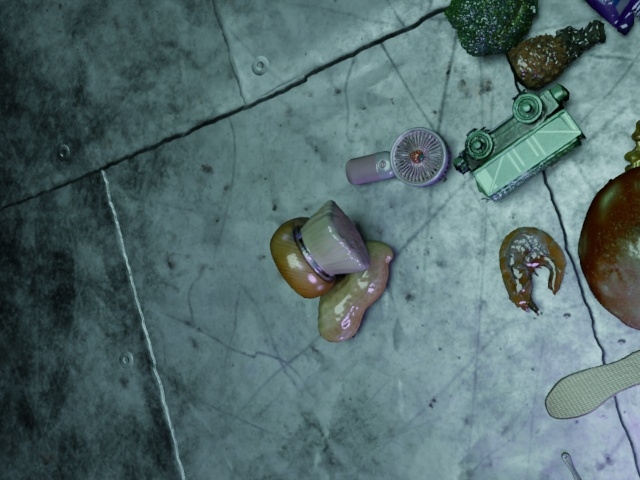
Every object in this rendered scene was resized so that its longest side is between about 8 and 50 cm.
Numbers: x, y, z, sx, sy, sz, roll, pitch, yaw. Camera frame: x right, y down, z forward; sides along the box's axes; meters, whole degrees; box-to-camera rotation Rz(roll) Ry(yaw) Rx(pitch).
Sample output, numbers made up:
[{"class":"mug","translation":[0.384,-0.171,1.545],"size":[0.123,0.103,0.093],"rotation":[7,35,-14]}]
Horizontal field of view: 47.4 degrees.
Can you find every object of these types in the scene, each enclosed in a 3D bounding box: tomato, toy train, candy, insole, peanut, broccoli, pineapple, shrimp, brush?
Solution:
[{"class":"tomato","translation":[0.607,0.019,1.290],"size":[0.304,0.239,0.303],"rotation":[12,125,18]},{"class":"toy train","translation":[0.407,-0.201,1.495],"size":[0.269,0.115,0.154],"rotation":[-37,83,20]},{"class":"candy","translation":[0.551,-0.541,1.451],"size":[0.275,0.070,0.145],"rotation":[42,113,15]},{"class":"insole","translation":[0.567,0.289,1.468],"size":[0.253,0.005,0.086],"rotation":[-32,77,22]},{"class":"peanut","translation":[0.076,0.116,1.651],"size":[0.117,0.101,0.263],"rotation":[37,105,7]},{"class":"broccoli","translation":[0.353,-0.471,1.496],"size":[0.196,0.156,0.195],"rotation":[0,128,1]},{"class":"pineapple","translation":[0.480,-0.384,1.468],"size":[0.198,0.108,0.108],"rotation":[-27,78,15]},{"class":"shrimp","translation":[0.438,0.063,1.506],"size":[0.133,0.052,0.187],"rotation":[-9,83,25]},{"class":"brush","translation":[0.000,0.000,1.621],"size":[0.166,0.266,0.174],"rotation":[-35,110,15]}]

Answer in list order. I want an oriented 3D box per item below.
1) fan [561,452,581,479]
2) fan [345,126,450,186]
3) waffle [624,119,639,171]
[{"class":"fan","translation":[0.547,0.533,1.473],"size":[0.132,0.009,0.220],"rotation":[-30,77,22]},{"class":"fan","translation":[0.169,-0.172,1.625],"size":[0.244,0.074,0.130],"rotation":[-11,85,26]},{"class":"waffle","translation":[0.712,-0.152,1.376],"size":[0.253,0.056,0.249],"rotation":[22,101,26]}]
